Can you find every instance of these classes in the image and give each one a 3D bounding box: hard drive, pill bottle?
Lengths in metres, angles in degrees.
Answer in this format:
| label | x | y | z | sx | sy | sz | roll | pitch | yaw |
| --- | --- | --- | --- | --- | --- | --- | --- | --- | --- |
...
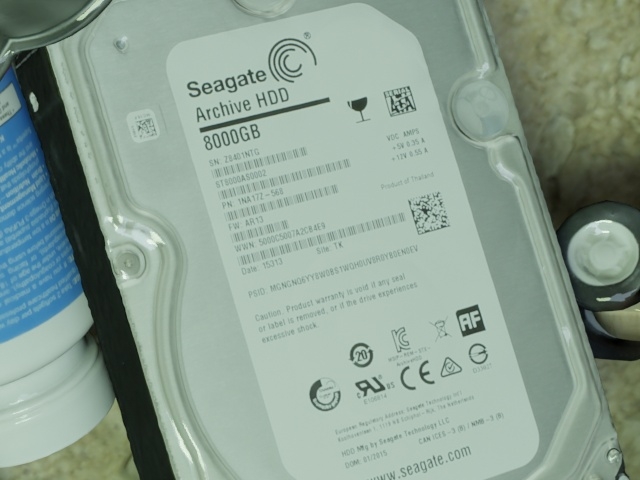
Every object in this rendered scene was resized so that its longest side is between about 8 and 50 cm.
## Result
| label | x | y | z | sx | sy | sz | roll | pitch | yaw |
| --- | --- | --- | --- | --- | --- | --- | --- | --- | --- |
| hard drive | 0.000 | 0.000 | 0.967 | 0.237 | 0.064 | 0.339 | -15 | 86 | -24 |
| pill bottle | -0.183 | 0.001 | 1.001 | 0.124 | 0.124 | 0.221 | -21 | 113 | -4 |

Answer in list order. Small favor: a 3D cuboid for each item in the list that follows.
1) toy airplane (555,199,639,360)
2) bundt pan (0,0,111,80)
| label | x | y | z | sx | sy | sz | roll | pitch | yaw |
| --- | --- | --- | --- | --- | --- | --- | --- | --- | --- |
| toy airplane | 0.303 | 0.128 | 1.015 | 0.272 | 0.386 | 0.384 | -19 | 115 | 5 |
| bundt pan | -0.220 | -0.216 | 0.829 | 0.330 | 0.124 | 0.331 | 1 | 95 | 12 |
